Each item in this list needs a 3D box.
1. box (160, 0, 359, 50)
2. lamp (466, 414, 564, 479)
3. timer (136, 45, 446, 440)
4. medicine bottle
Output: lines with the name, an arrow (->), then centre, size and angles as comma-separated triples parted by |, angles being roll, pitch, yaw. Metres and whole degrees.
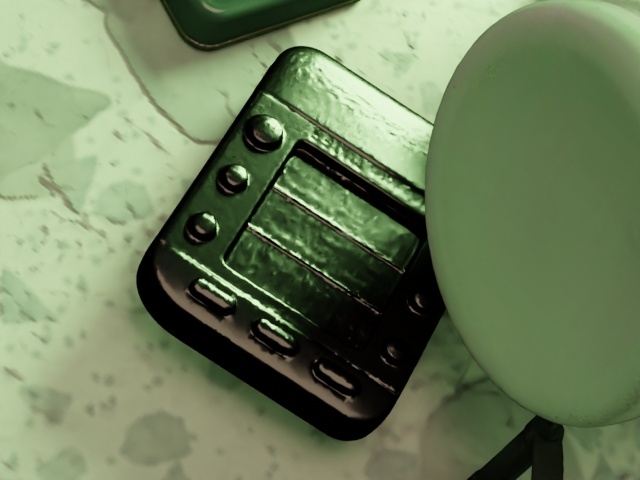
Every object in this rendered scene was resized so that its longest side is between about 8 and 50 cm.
box -> -0.035, -0.163, 1.012 | 0.126, 0.031, 0.091 | -21, 72, -26
lamp -> 0.027, 0.179, 0.806 | 0.227, 0.147, 0.172 | -4, 59, -29
timer -> 0.000, 0.000, 0.931 | 0.144, 0.055, 0.187 | 34, 54, -3
medicine bottle -> 0.232, -0.025, 0.912 | 0.316, 0.202, 0.202 | -6, 66, -34
